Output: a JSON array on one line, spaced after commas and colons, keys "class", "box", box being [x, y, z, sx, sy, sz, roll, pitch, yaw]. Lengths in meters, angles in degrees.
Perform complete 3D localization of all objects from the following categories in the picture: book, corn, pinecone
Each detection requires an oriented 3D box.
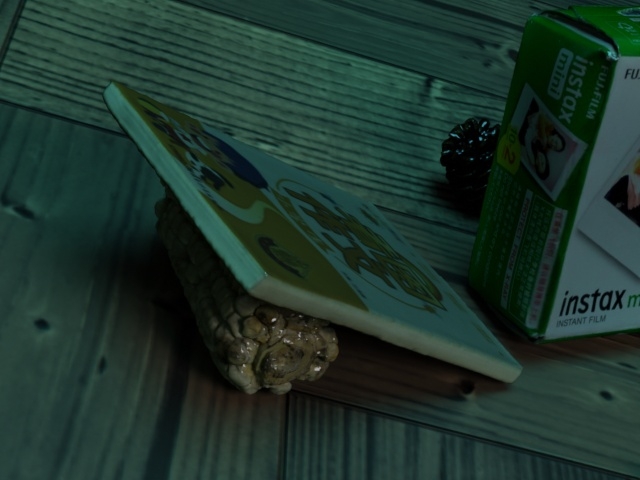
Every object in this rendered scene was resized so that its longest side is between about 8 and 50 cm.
[{"class": "book", "box": [0.000, 0.000, 1.011, 0.295, 0.020, 0.208, 22, 21, -49]}, {"class": "corn", "box": [-0.063, 0.019, 1.009, 0.087, 0.087, 0.211, -2, 37, -32]}, {"class": "pinecone", "box": [0.139, -0.063, 1.236, 0.077, 0.083, 0.077, -18, 40, 16]}]

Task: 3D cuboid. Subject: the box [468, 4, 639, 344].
[{"class": "box", "box": [0.222, -0.049, 1.113, 0.180, 0.250, 0.103, -4, 26, -30]}]
